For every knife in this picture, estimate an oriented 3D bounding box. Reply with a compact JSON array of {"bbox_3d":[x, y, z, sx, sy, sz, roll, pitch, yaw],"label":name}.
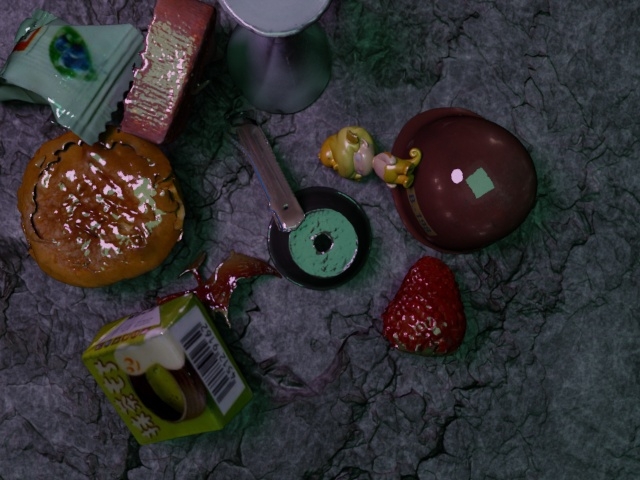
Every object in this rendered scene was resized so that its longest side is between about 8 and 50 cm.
[{"bbox_3d":[-0.131,-0.162,0.995,0.089,0.043,0.365,-31,64,3],"label":"knife"}]

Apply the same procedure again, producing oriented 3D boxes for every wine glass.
[{"bbox_3d":[-0.083,-0.436,0.873,0.266,0.406,0.268,0,93,-5],"label":"wine glass"}]

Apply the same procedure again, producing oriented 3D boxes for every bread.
[{"bbox_3d":[-0.477,-0.078,0.981,0.357,0.204,0.337,-16,97,2],"label":"bread"}]

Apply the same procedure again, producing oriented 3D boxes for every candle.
[{"bbox_3d":[-0.297,-0.312,0.863,0.131,0.317,0.287,21,55,-16],"label":"candle"}]

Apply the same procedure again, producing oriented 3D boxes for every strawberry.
[{"bbox_3d":[0.261,0.160,1.060,0.205,0.205,0.245,11,72,-3],"label":"strawberry"}]

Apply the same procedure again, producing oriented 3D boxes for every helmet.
[{"bbox_3d":[0.350,-0.144,1.002,0.337,0.230,0.385,-26,96,0],"label":"helmet"}]

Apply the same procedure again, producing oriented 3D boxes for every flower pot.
[{"bbox_3d":[0.000,0.000,1.027,0.268,0.166,0.269,0,93,-1],"label":"flower pot"}]

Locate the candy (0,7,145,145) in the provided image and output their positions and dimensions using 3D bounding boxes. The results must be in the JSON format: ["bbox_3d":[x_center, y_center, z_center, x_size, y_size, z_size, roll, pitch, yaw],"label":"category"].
[{"bbox_3d":[-0.575,-0.376,0.932,0.397,0.172,0.263,21,72,31],"label":"candy"}]

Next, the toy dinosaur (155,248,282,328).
[{"bbox_3d":[-0.279,0.151,1.068,0.206,0.113,0.327,33,81,21],"label":"toy dinosaur"}]

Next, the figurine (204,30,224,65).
[{"bbox_3d":[-0.300,-0.465,1.003,0.137,0.125,0.125,-24,95,-11],"label":"figurine"}]

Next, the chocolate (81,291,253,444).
[{"bbox_3d":[-0.352,0.305,0.983,0.288,0.137,0.301,-20,104,22],"label":"chocolate"}]

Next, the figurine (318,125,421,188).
[{"bbox_3d":[0.108,-0.196,1.015,0.246,0.156,0.131,29,60,26],"label":"figurine"}]
